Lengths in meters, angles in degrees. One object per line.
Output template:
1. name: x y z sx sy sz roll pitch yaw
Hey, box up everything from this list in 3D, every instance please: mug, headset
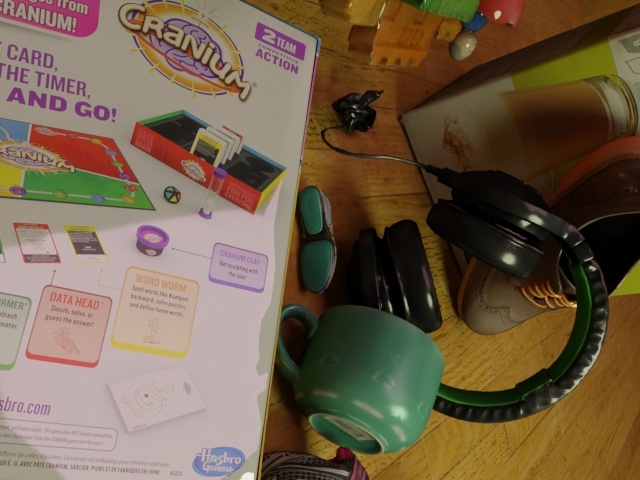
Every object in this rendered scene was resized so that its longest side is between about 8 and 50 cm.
1. mug: 0.028 0.135 0.524 0.129 0.157 0.097 72 36 -46
2. headset: 0.135 0.006 0.625 0.394 0.243 0.185 56 10 -1

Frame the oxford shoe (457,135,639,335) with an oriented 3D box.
1. oxford shoe: 0.282 0.034 0.699 0.130 0.364 0.133 28 45 -2

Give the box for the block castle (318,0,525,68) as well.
1. block castle: 0.009 -0.299 0.482 0.453 0.303 0.213 -20 138 -53

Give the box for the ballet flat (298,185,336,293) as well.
1. ballet flat: 0.000 0.000 0.588 0.041 0.041 0.114 9 73 -50

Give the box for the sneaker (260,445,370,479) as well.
1. sneaker: -0.062 0.212 0.402 0.299 0.121 0.112 26 34 -46

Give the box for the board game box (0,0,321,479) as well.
1. board game box: -0.132 -0.026 0.332 0.242 0.064 0.316 18 69 -28

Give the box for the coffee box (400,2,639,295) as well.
1. coffee box: 0.384 -0.132 0.862 0.338 0.334 0.338 -40 111 -47
